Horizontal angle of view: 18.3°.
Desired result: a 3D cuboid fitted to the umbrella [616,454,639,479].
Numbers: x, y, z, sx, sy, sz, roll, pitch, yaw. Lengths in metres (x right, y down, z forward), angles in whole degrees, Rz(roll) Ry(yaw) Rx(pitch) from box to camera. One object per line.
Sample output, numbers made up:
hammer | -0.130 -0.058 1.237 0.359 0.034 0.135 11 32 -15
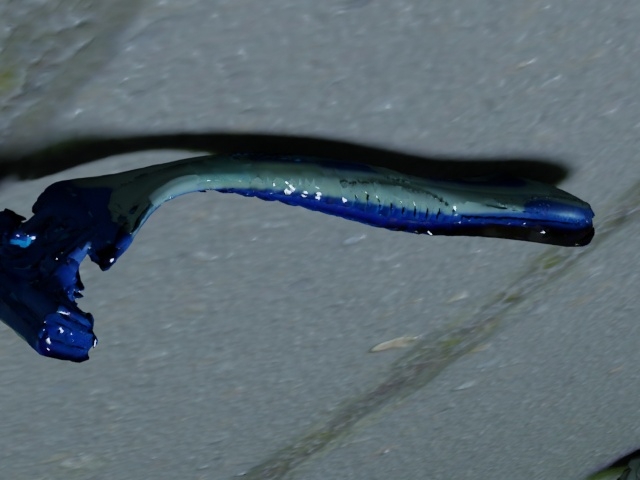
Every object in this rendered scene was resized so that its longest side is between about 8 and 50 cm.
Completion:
umbrella | 0.269 0.173 1.454 0.143 0.062 0.067 -29 -171 6

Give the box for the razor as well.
razor | 0.003 -0.011 0.803 0.324 0.093 0.056 -5 119 -40
